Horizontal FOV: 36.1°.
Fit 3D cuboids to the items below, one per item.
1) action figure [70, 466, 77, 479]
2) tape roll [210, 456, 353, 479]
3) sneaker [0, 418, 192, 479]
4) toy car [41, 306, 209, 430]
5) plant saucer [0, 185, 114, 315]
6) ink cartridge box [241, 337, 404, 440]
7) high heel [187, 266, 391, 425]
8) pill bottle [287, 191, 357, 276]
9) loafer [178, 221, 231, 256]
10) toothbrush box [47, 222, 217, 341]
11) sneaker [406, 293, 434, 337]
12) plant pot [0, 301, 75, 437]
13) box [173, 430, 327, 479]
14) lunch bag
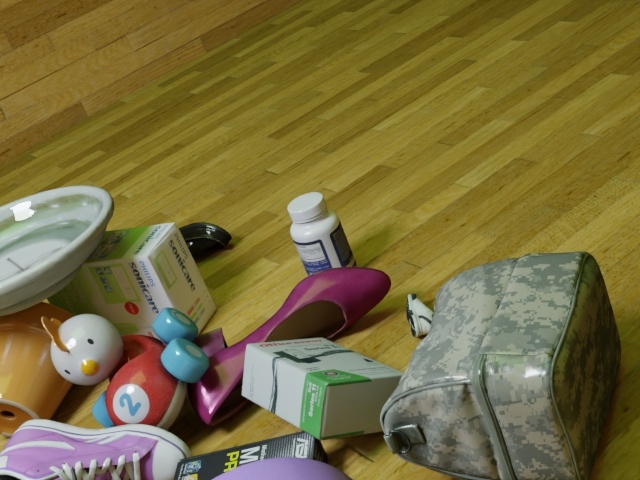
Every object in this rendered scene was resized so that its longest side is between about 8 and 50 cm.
[{"bbox_3d":[-0.306,0.436,1.270,0.164,0.141,0.275,-24,42,1],"label":"action figure"},{"bbox_3d":[-0.047,0.371,1.039,0.275,0.274,0.090,-28,27,-12],"label":"tape roll"},{"bbox_3d":[-0.338,0.346,1.429,0.282,0.102,0.161,1,19,7],"label":"sneaker"},{"bbox_3d":[-0.339,0.195,1.542,0.219,0.238,0.210,-54,26,9],"label":"toy car"},{"bbox_3d":[-0.543,0.038,1.755,0.401,0.100,0.400,-15,26,8],"label":"plant saucer"},{"bbox_3d":[0.001,0.212,1.443,0.153,0.086,0.208,-1,11,-38],"label":"ink cartridge box"},{"bbox_3d":[-0.038,0.176,1.601,0.377,0.127,0.181,-27,38,0],"label":"high heel"},{"bbox_3d":[0.000,0.000,1.809,0.094,0.169,0.094,-17,27,9],"label":"pill bottle"},{"bbox_3d":[-0.292,0.017,2.120,0.220,0.080,0.078,-8,62,23],"label":"loafer"},{"bbox_3d":[-0.374,0.093,1.874,0.283,0.206,0.122,-6,31,27],"label":"toothbrush box"},{"bbox_3d":[0.166,0.123,1.615,0.044,0.040,0.109,-5,30,-3],"label":"sneaker"},{"bbox_3d":[-0.527,0.240,1.752,0.205,0.205,0.188,-11,44,20],"label":"plant pot"},{"bbox_3d":[-0.106,0.379,1.307,0.216,0.060,0.270,-16,27,13],"label":"box"},{"bbox_3d":[0.235,0.163,1.286,0.256,0.212,0.305,-5,31,29],"label":"lunch bag"}]
